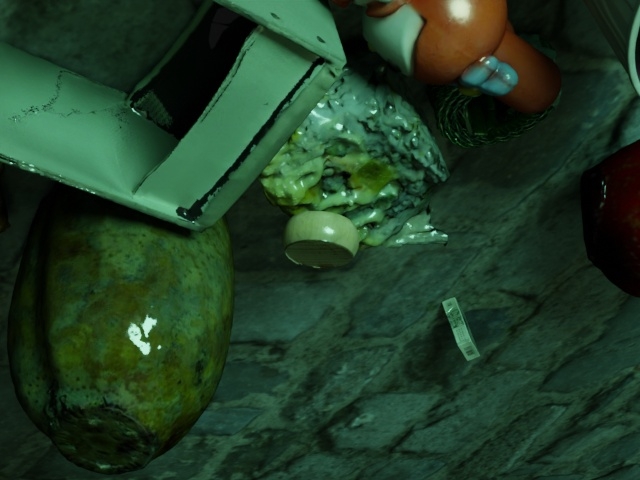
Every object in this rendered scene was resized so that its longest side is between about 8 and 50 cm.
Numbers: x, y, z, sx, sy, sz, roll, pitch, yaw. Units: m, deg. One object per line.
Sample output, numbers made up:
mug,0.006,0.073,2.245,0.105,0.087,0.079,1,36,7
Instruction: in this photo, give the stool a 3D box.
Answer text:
stool,-0.158,-0.175,0.805,0.269,0.170,0.243,20,129,-33

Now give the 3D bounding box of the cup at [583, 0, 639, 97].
cup,0.299,-0.284,0.721,0.208,0.273,0.288,-24,139,13

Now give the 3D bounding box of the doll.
doll,0.111,-0.215,0.835,0.290,0.161,0.130,27,116,-28

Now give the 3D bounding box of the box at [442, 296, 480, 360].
box,0.212,0.134,1.332,0.024,0.083,0.054,-25,139,12

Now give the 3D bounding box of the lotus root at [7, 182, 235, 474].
lotus root,-0.209,0.073,0.958,0.250,0.346,0.250,-2,137,-2

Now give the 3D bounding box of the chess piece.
chess piece,0.000,0.000,0.950,0.083,0.038,0.084,2,155,1

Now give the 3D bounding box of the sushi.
sushi,0.040,-0.094,0.977,0.184,0.139,0.274,-26,142,19

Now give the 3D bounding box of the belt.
belt,0.198,-0.163,0.986,0.151,0.079,0.121,-21,139,8

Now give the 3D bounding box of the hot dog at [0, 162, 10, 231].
hot dog,-0.405,-0.043,0.943,0.146,0.103,0.213,-5,141,-11

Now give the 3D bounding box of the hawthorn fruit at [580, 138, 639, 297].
hawthorn fruit,0.450,-0.043,1.114,0.249,0.215,0.215,-31,137,10
